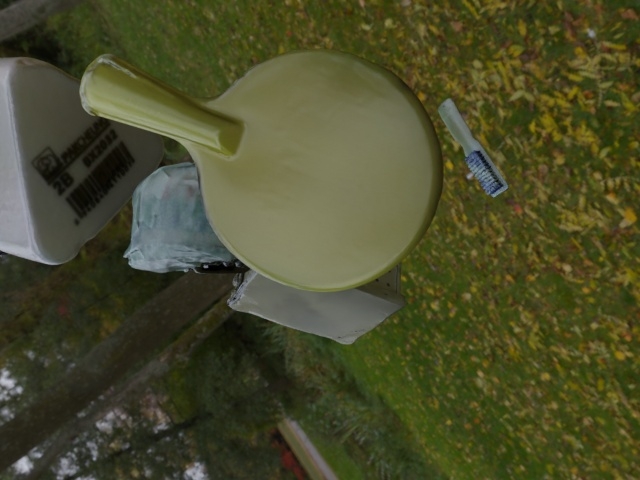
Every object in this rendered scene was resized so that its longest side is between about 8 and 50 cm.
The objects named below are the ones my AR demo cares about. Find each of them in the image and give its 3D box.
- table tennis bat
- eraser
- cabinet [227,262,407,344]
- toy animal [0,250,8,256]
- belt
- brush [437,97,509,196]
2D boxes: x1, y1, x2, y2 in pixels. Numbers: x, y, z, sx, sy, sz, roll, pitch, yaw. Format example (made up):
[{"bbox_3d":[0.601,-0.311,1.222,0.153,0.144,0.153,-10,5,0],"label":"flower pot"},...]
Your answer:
[{"bbox_3d":[-0.065,-0.089,0.576,0.368,0.224,0.054,22,-172,8],"label":"table tennis bat"},{"bbox_3d":[-0.453,-0.113,1.027,0.149,0.331,0.331,13,141,30],"label":"eraser"},{"bbox_3d":[0.000,0.000,1.233,0.227,0.289,0.318,-48,29,50],"label":"cabinet"},{"bbox_3d":[-0.671,-0.100,1.406,0.122,0.185,0.299,143,138,-68],"label":"toy animal"},{"bbox_3d":[-0.161,-0.024,0.893,0.207,0.257,0.150,-12,79,42],"label":"belt"},{"bbox_3d":[0.228,-0.144,0.926,0.179,0.030,0.033,62,143,18],"label":"brush"}]
